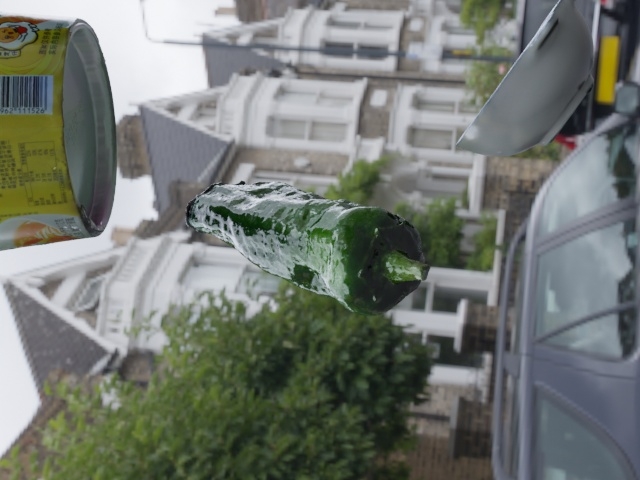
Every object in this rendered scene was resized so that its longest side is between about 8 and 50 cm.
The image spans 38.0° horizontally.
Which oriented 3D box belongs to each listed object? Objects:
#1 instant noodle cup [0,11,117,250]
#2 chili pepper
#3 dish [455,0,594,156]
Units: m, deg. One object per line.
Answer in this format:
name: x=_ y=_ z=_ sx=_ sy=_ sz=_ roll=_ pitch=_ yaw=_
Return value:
instant noodle cup: x=-0.308 y=-0.102 z=0.864 sx=0.264 sy=0.200 sz=0.264 roll=177 pitch=90 yaw=-90
chili pepper: x=0.000 y=0.000 z=0.892 sx=0.136 sy=0.270 sz=0.099 roll=26 pitch=-92 yaw=-43
dish: x=0.252 y=-0.176 z=1.039 sx=0.228 sy=0.086 sz=0.236 roll=-55 pitch=-3 yaw=9
